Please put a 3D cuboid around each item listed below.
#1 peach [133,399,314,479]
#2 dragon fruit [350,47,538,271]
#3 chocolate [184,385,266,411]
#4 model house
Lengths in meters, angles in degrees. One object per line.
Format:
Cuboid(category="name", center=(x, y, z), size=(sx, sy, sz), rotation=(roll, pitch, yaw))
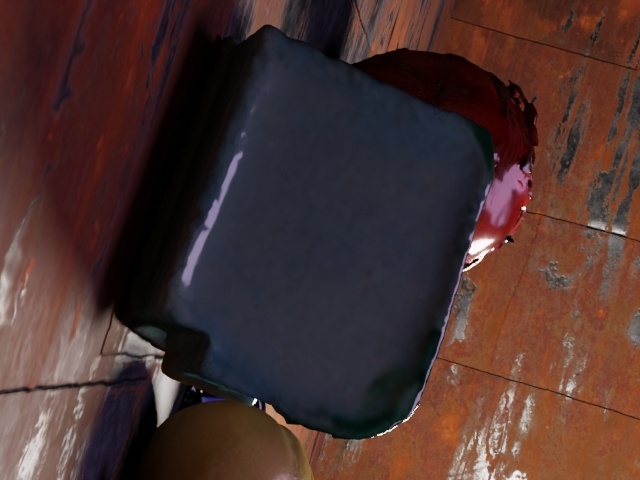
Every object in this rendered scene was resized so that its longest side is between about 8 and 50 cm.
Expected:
Cuboid(category="peach", center=(-0.094, 0.246, 1.073), size=(0.184, 0.184, 0.184), rotation=(17, 90, -83))
Cuboid(category="dragon fruit", center=(0.126, -0.104, 1.474), size=(0.295, 0.302, 0.295), rotation=(10, 90, -84))
Cuboid(category="chocolate", center=(-0.126, 0.287, 1.221), size=(0.148, 0.126, 0.343), rotation=(24, 72, -45))
Cuboid(category="model house", center=(-0.034, 0.004, 0.946), size=(0.249, 0.230, 0.280), rotation=(-14, -126, 69))
